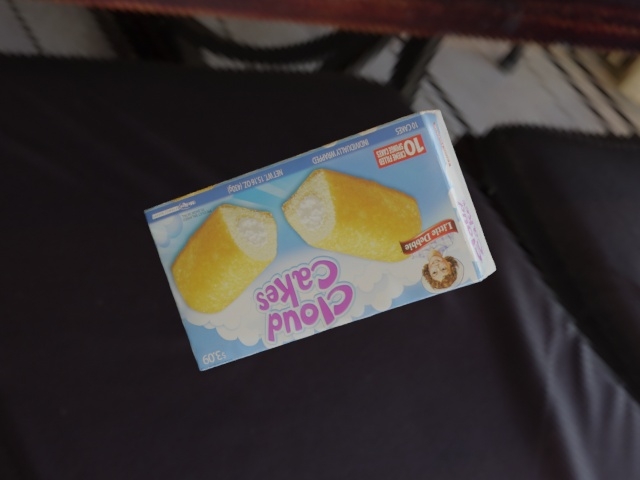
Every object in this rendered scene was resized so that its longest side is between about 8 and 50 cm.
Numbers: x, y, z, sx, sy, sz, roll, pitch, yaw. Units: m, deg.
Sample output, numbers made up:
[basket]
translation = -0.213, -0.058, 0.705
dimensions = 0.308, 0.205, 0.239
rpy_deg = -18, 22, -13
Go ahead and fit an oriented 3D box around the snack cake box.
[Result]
[snack cake box]
translation = 0.000, 0.000, 1.373
dimensions = 0.089, 0.264, 0.152
rpy_deg = -22, 93, -75
